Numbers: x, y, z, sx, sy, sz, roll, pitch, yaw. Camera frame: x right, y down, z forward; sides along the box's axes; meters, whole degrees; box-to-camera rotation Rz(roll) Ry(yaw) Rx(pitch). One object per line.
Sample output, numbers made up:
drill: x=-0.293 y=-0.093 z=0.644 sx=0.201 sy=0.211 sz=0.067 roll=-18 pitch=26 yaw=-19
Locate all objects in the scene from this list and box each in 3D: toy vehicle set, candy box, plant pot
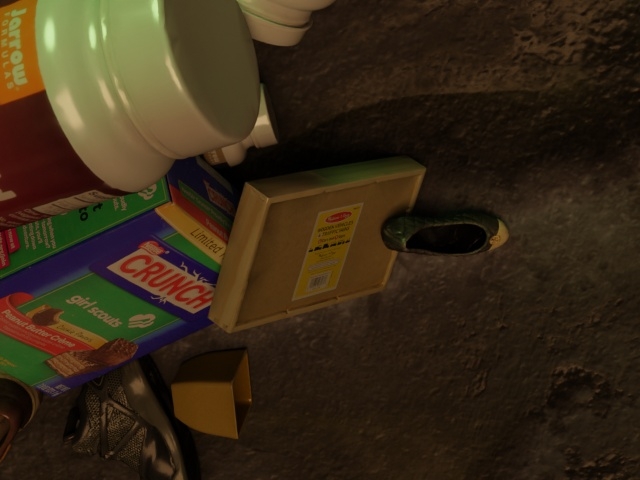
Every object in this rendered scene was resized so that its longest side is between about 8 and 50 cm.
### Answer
toy vehicle set: x=0.000 y=0.000 z=1.692 sx=0.035 sy=0.267 sz=0.166 roll=35 pitch=119 yaw=32
candy box: x=-0.240 y=0.029 z=1.681 sx=0.317 sy=0.122 sz=0.268 roll=-26 pitch=149 yaw=14
plant pot: x=-0.134 y=0.184 z=1.860 sx=0.083 sy=0.081 sz=0.081 roll=1 pitch=118 yaw=10

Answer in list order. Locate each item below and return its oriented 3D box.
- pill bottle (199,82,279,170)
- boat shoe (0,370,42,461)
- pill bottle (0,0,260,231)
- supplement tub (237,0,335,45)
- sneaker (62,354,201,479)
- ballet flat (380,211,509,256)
pill bottle: x=-0.135 y=-0.120 z=1.694 sx=0.169 sy=0.094 sz=0.094 roll=-14 pitch=116 yaw=6
boat shoe: x=-0.476 y=0.290 z=1.880 sx=0.342 sy=0.123 sz=0.123 roll=-39 pitch=111 yaw=17
pill bottle: x=-0.271 y=-0.133 z=1.474 sx=0.392 sy=0.224 sz=0.224 roll=-15 pitch=117 yaw=22
supplement tub: x=-0.026 y=-0.350 z=1.525 sx=0.191 sy=0.191 sz=0.272 roll=26 pitch=114 yaw=-14
sneaker: x=-0.230 y=0.252 z=1.890 sx=0.130 sy=0.087 sz=0.227 roll=-21 pitch=113 yaw=11
ballet flat: x=0.146 y=0.000 z=1.761 sx=0.173 sy=0.049 sz=0.057 roll=-2 pitch=120 yaw=-31
